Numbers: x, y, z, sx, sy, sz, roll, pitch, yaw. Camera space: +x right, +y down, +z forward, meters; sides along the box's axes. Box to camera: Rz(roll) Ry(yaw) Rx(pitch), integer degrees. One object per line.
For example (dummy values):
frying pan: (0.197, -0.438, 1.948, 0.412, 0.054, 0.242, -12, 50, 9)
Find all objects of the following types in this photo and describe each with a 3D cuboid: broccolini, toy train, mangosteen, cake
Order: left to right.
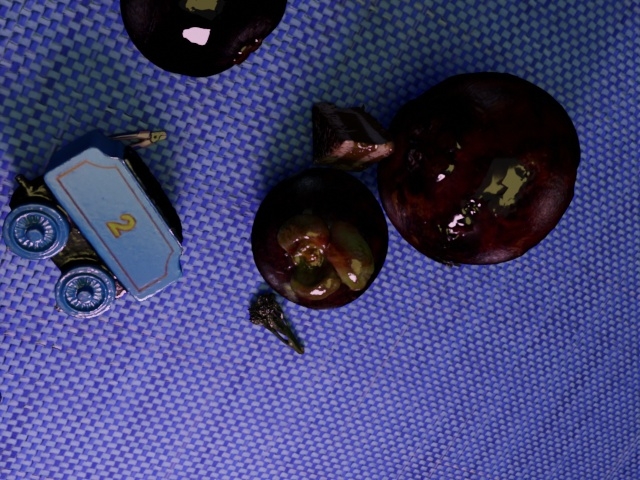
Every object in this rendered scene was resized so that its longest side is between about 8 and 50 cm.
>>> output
toy train: (-0.401, -0.031, 1.231, 0.265, 0.188, 0.300, -31, 116, -2)
mangosteen: (-0.209, -0.420, 1.091, 0.275, 0.275, 0.302, -38, 92, 2)
broccolini: (-0.093, 0.190, 1.520, 0.073, 0.058, 0.201, -24, 135, 10)
mangosteen: (0.000, 0.000, 1.317, 0.287, 0.288, 0.288, -7, 116, -15)
cake: (0.057, -0.164, 1.282, 0.112, 0.246, 0.135, -2, 117, -15)
mangosteen: (0.296, -0.131, 1.326, 0.380, 0.421, 0.381, -1, 86, 13)

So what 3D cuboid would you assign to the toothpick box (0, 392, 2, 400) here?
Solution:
toothpick box: (-0.741, 0.234, 1.173, 0.354, 0.263, 0.263, 13, 111, -1)

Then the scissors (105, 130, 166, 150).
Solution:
scissors: (-0.343, -0.186, 1.275, 0.113, 0.012, 0.039, -12, 117, -12)
